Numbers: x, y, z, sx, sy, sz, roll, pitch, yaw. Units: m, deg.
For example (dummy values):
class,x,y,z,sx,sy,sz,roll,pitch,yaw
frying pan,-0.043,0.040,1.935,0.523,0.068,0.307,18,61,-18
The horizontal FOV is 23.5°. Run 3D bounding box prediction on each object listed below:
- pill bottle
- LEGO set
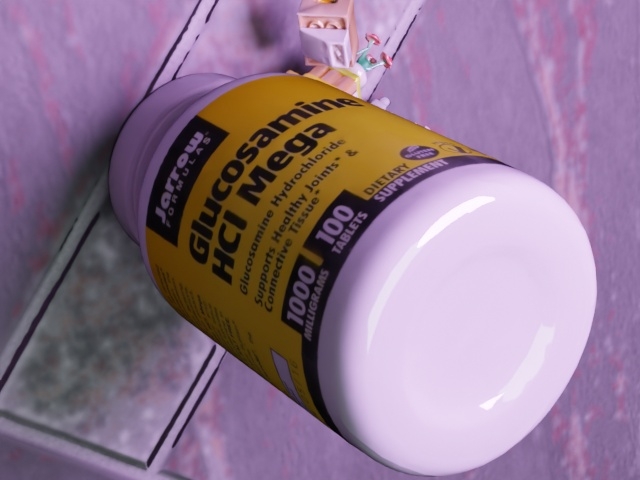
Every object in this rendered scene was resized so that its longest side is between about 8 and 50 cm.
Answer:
class,x,y,z,sx,sy,sz,roll,pitch,yaw
pill bottle,0.000,0.000,0.986,0.188,0.334,0.188,-14,117,-31
LEGO set,0.062,-0.076,1.146,0.107,0.132,0.287,-45,114,-28
